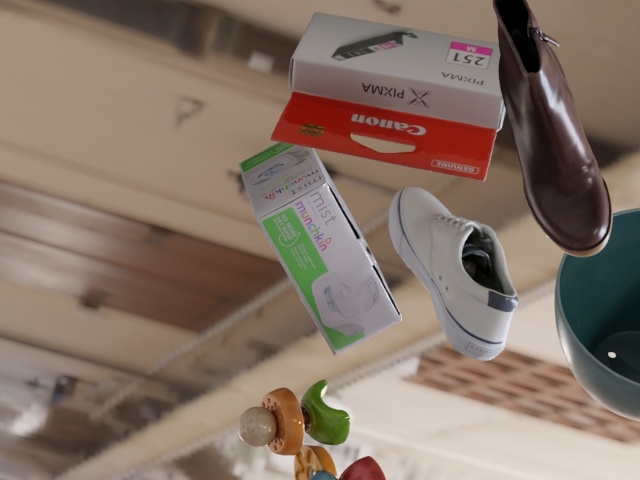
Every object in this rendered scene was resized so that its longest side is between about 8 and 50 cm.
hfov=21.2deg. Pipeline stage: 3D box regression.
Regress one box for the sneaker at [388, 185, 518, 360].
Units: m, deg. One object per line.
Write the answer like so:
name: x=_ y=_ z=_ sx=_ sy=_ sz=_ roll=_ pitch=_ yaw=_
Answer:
sneaker: x=0.152 y=0.014 z=1.835 sx=0.091 sy=0.094 sz=0.258 roll=-60 pitch=-143 yaw=29

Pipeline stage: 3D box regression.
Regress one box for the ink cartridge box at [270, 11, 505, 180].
ink cartridge box: x=0.094 y=-0.185 z=2.132 sx=0.239 sy=0.275 sz=0.060 roll=-69 pitch=167 yaw=-54

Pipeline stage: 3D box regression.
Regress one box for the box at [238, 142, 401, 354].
box: x=0.000 y=0.000 z=2.587 sx=0.126 sy=0.262 sz=0.231 roll=-27 pitch=-154 yaw=3

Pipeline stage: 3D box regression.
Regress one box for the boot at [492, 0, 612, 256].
boot: x=0.239 y=-0.122 z=1.833 sx=0.207 sy=0.090 sz=0.248 roll=56 pitch=17 yaw=-60

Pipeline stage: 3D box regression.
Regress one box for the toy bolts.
toy bolts: x=-0.030 y=0.351 z=2.524 sx=0.228 sy=0.158 sz=0.218 roll=52 pitch=-39 yaw=42

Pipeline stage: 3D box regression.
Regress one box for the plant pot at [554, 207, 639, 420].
plant pot: x=0.444 y=0.130 z=2.279 sx=0.195 sy=0.290 sz=0.290 roll=94 pitch=2 yaw=-53
